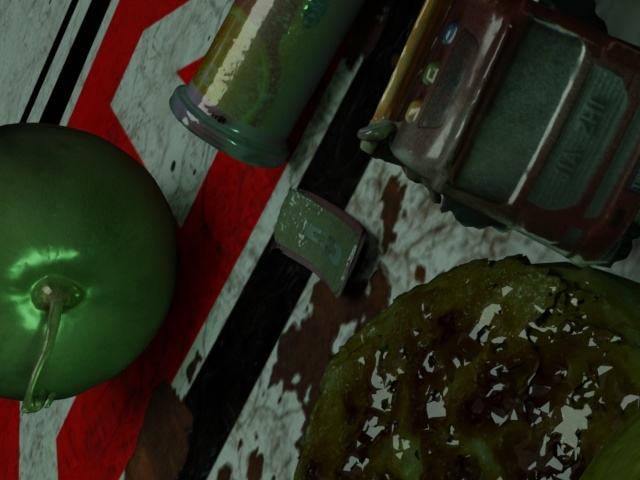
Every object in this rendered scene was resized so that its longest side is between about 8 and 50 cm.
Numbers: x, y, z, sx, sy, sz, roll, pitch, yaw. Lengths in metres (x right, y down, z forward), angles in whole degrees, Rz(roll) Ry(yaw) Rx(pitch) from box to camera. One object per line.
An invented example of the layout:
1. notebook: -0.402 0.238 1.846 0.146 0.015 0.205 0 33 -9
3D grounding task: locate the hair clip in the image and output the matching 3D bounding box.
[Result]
1. hair clip: 0.001 0.001 0.932 0.137 0.022 0.054 36 106 61

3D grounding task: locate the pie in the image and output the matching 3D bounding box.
1. pie: 0.073 0.149 0.614 0.355 0.103 0.288 -33 41 46

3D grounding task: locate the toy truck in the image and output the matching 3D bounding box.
1. toy truck: 0.094 -0.071 0.638 0.270 0.135 0.114 -89 23 -80

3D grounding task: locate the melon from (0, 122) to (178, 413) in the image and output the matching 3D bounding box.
1. melon: -0.260 0.016 1.147 0.308 0.272 0.271 -2 72 52

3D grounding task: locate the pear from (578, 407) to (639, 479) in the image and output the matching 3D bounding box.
1. pear: 0.176 0.135 0.293 0.287 0.287 0.375 -43 24 41

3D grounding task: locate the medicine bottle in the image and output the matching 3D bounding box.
1. medicine bottle: 0.025 -0.261 0.967 0.426 0.108 0.108 -59 30 19
